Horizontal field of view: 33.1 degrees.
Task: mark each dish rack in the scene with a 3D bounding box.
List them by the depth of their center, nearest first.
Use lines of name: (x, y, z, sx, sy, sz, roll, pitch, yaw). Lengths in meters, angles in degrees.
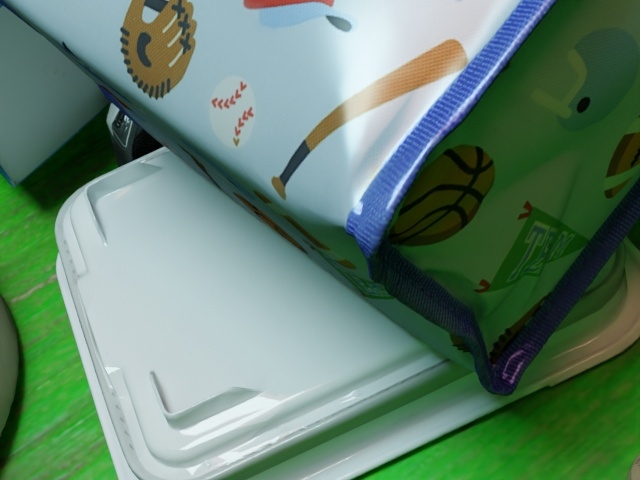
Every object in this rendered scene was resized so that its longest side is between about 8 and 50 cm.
dish rack: (0.000, 0.000, 0.658, 0.333, 0.072, 0.285, -25, 50, -4)

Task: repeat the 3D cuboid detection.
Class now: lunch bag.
lunch bag: (0.063, -0.185, 0.540, 0.328, 0.239, 0.385, 38, 86, 33)

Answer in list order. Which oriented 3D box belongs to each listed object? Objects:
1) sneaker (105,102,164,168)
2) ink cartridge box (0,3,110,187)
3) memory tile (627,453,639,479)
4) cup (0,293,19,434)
sneaker: (-0.073, -0.111, 0.768, 0.077, 0.072, 0.178, 30, 65, 31)
ink cartridge box: (-0.242, -0.195, 0.726, 0.233, 0.168, 0.171, 39, 74, 18)
memory tile: (0.237, 0.094, 0.551, 0.113, 0.012, 0.148, 23, 60, 30)
cup: (-0.367, 0.034, 0.593, 0.331, 0.237, 0.331, -6, 44, 6)
